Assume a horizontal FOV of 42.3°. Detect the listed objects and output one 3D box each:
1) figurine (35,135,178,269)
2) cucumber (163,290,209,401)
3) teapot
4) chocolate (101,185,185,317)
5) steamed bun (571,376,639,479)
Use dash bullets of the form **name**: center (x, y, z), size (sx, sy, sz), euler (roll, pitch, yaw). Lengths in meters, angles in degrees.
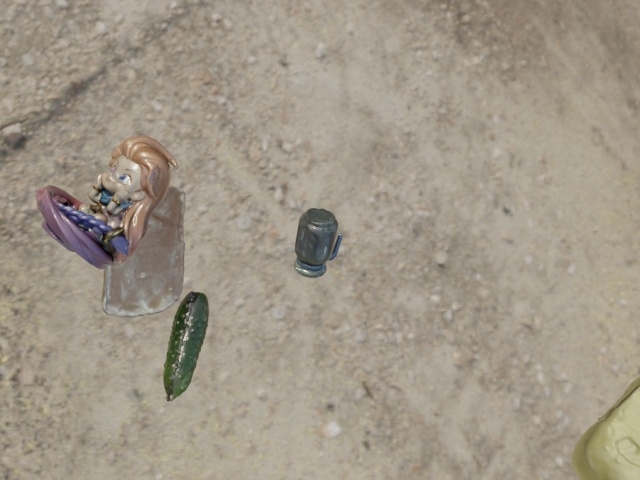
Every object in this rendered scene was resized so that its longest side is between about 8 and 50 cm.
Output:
- **figurine**: center (-0.222, -0.038, 0.890), size (0.157, 0.126, 0.114), euler (-41, 134, -26)
- **cucumber**: center (-0.263, 0.203, 1.598), size (0.069, 0.069, 0.228), euler (31, 57, -36)
- **teapot**: center (-0.004, -0.001, 1.030), size (0.063, 0.049, 0.083), euler (-52, 160, -52)
- **chocolate**: center (-0.342, 0.012, 1.558), size (0.156, 0.080, 0.254), euler (-4, 108, -29)
- **steamed bun**: center (0.476, 0.287, 1.078), size (0.273, 0.232, 0.166), euler (-43, 153, -5)
